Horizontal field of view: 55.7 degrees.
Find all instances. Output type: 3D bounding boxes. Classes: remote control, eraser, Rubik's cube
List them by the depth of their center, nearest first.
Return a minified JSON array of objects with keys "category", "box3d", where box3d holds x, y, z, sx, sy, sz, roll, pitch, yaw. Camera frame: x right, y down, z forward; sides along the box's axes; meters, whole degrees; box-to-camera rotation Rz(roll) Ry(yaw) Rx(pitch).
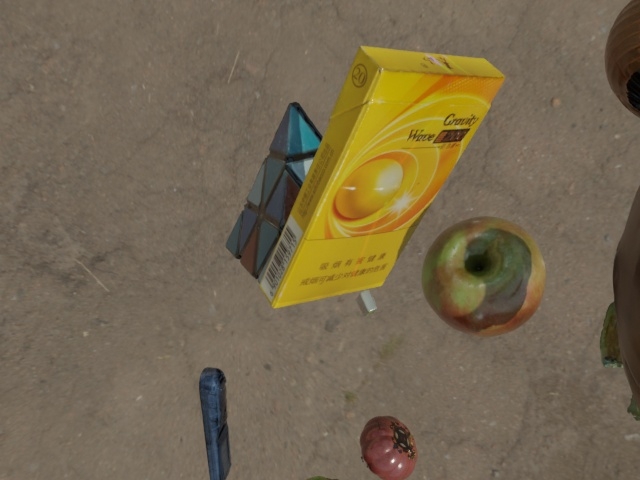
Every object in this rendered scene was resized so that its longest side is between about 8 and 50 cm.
[{"category":"remote control","box3d":[-0.123,0.220,0.719,0.027,0.043,0.153,1,112,4]},{"category":"Rubik's cube","box3d":[0.000,0.000,0.927,0.234,0.250,0.285,12,64,-25]},{"category":"eraser","box3d":[0.080,0.111,1.061,0.019,0.083,0.038,-25,78,-9]}]

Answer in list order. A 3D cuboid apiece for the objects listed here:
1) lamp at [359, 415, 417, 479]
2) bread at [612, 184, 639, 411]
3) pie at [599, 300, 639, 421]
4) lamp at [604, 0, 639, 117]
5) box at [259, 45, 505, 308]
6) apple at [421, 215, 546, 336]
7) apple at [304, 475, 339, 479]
[{"category":"lamp","box3d":[0.182,0.576,1.670,0.140,0.182,0.182,-39,89,30]},{"category":"bread","box3d":[0.355,0.041,0.479,0.224,0.279,0.250,7,50,26]},{"category":"pie","box3d":[0.639,0.186,1.095,0.066,0.302,0.303,19,79,-24]},{"category":"lamp","box3d":[0.325,-0.167,0.535,0.136,0.136,0.137,1,82,-8]},{"category":"box","box3d":[0.050,-0.047,0.570,0.152,0.269,0.043,-10,50,-37]},{"category":"apple","box3d":[0.425,0.102,1.580,0.318,0.277,0.319,-14,57,22]},{"category":"apple","box3d":[-0.005,0.755,1.649,0.226,0.246,0.246,17,79,-29]}]
